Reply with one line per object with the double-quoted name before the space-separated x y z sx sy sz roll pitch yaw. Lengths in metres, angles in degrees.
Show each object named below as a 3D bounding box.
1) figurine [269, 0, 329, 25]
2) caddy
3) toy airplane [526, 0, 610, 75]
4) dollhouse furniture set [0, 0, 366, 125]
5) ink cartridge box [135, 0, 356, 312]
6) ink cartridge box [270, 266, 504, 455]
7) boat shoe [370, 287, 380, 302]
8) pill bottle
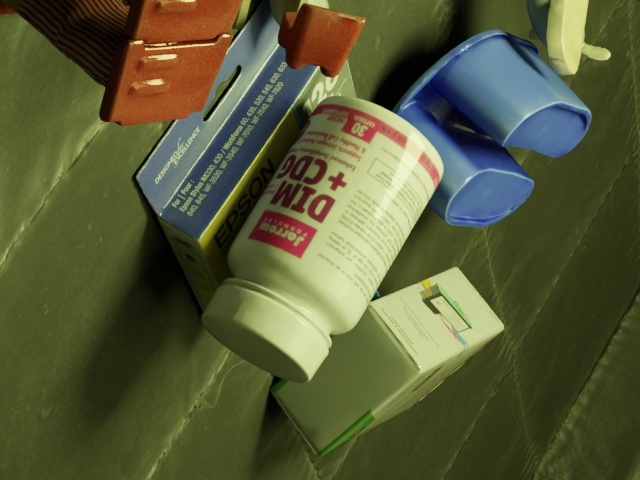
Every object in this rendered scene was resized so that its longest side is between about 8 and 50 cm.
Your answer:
"figurine" 0.001 -0.327 1.828 0.215 0.092 0.209 -56 154 -22
"caddy" 0.205 -0.156 2.312 0.241 0.179 0.341 -47 161 16
"toy airplane" 0.346 -0.435 2.307 0.386 0.272 0.384 -30 100 -42
"dollhouse furniture set" -0.092 -0.228 1.495 0.374 0.201 0.152 -13 134 -49
"ink cartridge box" -0.062 -0.088 1.942 0.304 0.072 0.307 -57 156 -22
"ink cartridge box" 0.094 0.157 2.326 0.201 0.117 0.278 -43 168 28
"boat shoe" 0.015 0.023 2.178 0.109 0.089 0.258 -19 160 -6
"pill bottle" 0.000 0.000 1.871 0.283 0.160 0.160 -60 155 -18
